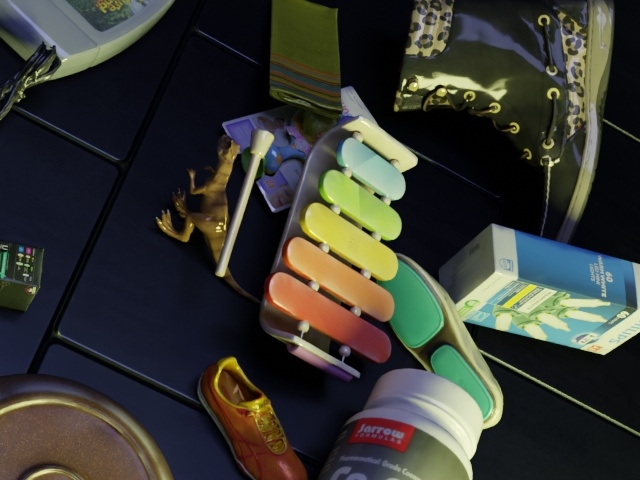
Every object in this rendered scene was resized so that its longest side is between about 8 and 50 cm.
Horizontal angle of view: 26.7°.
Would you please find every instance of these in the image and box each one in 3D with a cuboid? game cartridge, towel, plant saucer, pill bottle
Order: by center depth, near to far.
[{"bbox_3d":[-0.275,0.274,1.358,0.311,0.050,0.310,14,59,-24],"label":"plant saucer"},{"bbox_3d":[0.072,0.288,1.485,0.161,0.161,0.283,35,51,-8],"label":"pill bottle"},{"bbox_3d":[-0.295,-0.332,1.709,0.196,0.060,0.294,45,51,-4],"label":"game cartridge"},{"bbox_3d":[-0.019,-0.253,1.799,0.102,0.021,0.237,18,40,-18],"label":"towel"}]

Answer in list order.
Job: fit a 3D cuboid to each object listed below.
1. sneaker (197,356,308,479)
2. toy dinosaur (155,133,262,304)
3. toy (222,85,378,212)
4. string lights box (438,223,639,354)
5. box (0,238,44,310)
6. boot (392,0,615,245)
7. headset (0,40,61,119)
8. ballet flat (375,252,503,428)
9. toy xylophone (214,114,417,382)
[{"bbox_3d":[-0.074,0.210,1.509,0.175,0.067,0.064,51,49,3],"label":"sneaker"},{"bbox_3d":[-0.131,-0.018,1.601,0.064,0.112,0.211,-30,122,-59],"label":"toy dinosaur"},{"bbox_3d":[0.001,-0.133,1.758,0.237,0.056,0.137,-22,76,-37],"label":"toy"},{"bbox_3d":[0.300,0.067,1.762,0.260,0.133,0.076,14,56,-22],"label":"string lights box"},{"bbox_3d":[-0.349,0.035,1.456,0.083,0.062,0.052,13,56,-23],"label":"box"},{"bbox_3d":[0.241,-0.176,1.855,0.284,0.138,0.377,9,93,0],"label":"boot"},{"bbox_3d":[-0.460,-0.300,1.485,0.185,0.243,0.394,-42,116,-18],"label":"headset"},{"bbox_3d":[0.154,0.124,1.691,0.086,0.086,0.248,-21,76,-37],"label":"ballet flat"},{"bbox_3d":[0.000,0.000,1.603,0.236,0.081,0.322,24,68,-39],"label":"toy xylophone"}]
